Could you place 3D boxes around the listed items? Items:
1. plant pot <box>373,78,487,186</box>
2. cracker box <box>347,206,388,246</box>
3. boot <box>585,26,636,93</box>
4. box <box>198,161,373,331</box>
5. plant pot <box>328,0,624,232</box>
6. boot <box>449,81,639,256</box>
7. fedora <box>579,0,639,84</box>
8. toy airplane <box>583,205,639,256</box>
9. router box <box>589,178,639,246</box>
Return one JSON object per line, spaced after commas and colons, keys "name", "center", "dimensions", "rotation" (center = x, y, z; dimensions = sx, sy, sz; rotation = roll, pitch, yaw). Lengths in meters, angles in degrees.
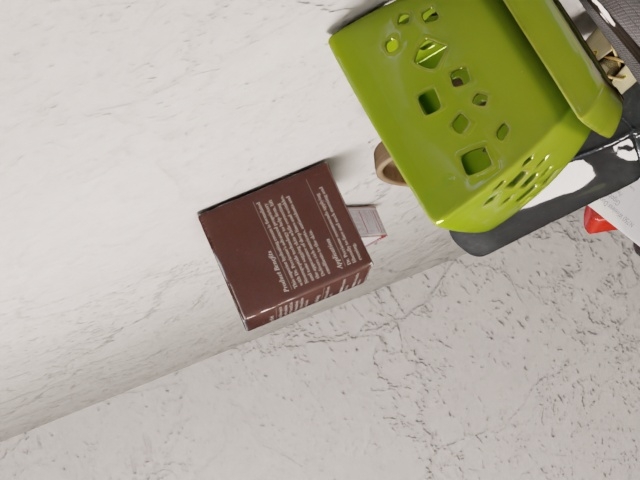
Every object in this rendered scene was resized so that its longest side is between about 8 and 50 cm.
{"name": "plant pot", "center": [0.178, -0.151, 1.450], "dimensions": [0.237, 0.109, 0.237], "rotation": [-9, 168, -2]}
{"name": "cracker box", "center": [0.000, 0.000, 2.050], "dimensions": [0.156, 0.067, 0.232], "rotation": [-28, 169, 25]}
{"name": "boot", "center": [0.368, -0.224, 1.454], "dimensions": [0.203, 0.095, 0.262], "rotation": [-46, -178, -15]}
{"name": "box", "center": [-0.050, 0.013, 1.686], "dimensions": [0.203, 0.168, 0.167], "rotation": [-23, 171, -5]}
{"name": "plant pot", "center": [0.176, -0.156, 1.182], "dimensions": [0.207, 0.227, 0.228], "rotation": [-33, 168, 18]}
{"name": "boot", "center": [0.410, -0.070, 1.744], "dimensions": [0.445, 0.367, 0.146], "rotation": [-27, -164, 28]}
{"name": "fedora", "center": [0.361, -0.228, 1.165], "dimensions": [0.124, 0.275, 0.243], "rotation": [-40, -152, 12]}
{"name": "toy airplane", "center": [0.692, -0.173, 2.215], "dimensions": [0.384, 0.272, 0.386], "rotation": [-7, 143, -52]}
{"name": "router box", "center": [0.600, -0.133, 1.925], "dimensions": [0.335, 0.082, 0.301], "rotation": [31, 106, -37]}
